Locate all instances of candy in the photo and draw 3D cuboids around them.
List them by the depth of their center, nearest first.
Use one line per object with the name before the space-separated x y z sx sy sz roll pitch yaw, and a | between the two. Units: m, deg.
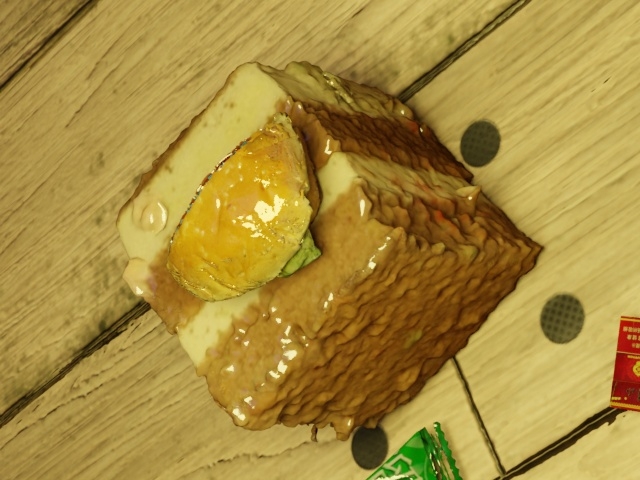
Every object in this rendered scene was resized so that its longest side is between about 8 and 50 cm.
candy | 0.056 0.281 1.467 0.203 0.078 0.141 -32 73 19

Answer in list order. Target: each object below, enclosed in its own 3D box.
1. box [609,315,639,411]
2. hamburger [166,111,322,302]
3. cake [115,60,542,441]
box | 0.284 0.109 1.339 0.051 0.023 0.082 5 85 42
hamburger | -0.054 -0.013 1.282 0.176 0.087 0.102 -53 52 13
cake | 0.000 0.000 1.450 0.282 0.255 0.290 -49 59 21
